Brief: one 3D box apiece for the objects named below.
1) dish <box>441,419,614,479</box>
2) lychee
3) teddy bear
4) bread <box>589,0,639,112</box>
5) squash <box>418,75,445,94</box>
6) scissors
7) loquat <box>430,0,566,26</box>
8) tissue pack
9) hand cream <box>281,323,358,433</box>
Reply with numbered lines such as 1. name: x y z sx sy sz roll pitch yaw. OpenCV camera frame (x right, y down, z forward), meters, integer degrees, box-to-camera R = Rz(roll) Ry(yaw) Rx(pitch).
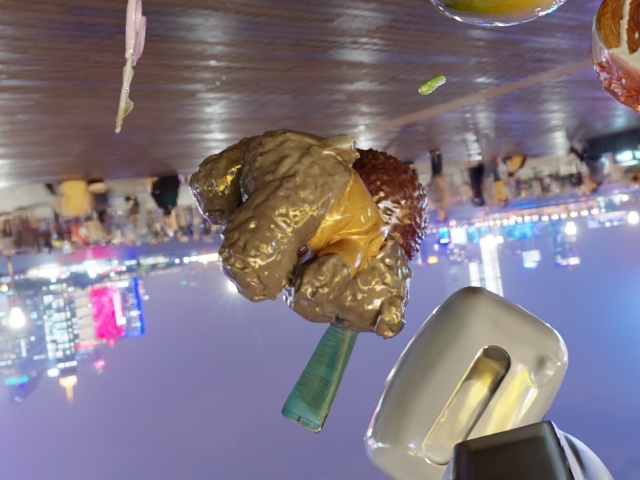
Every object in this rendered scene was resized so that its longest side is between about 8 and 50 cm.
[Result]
1. dish: 0.154 0.204 0.557 0.151 0.077 0.212 -17 -179 12
2. lychee: 0.059 -0.030 0.981 0.194 0.194 0.194 -8 180 0
3. teddy bear: 0.000 0.000 0.595 0.140 0.190 0.177 -38 -149 1
4. bread: 0.371 -0.213 0.774 0.160 0.160 0.073 -8 157 3
5. squash: 0.247 -0.344 1.592 0.089 0.027 0.027 -37 -162 -35
6. scissors: -0.267 -0.245 1.021 0.021 0.212 0.110 3 159 -6
7. loquat: 0.222 -0.342 0.794 0.246 0.213 0.213 -13 178 19
8. tissue pack: 0.222 0.244 1.120 0.229 0.333 0.236 32 178 5
9. hand cream: 0.013 0.218 1.262 0.083 0.224 0.048 20 164 26
